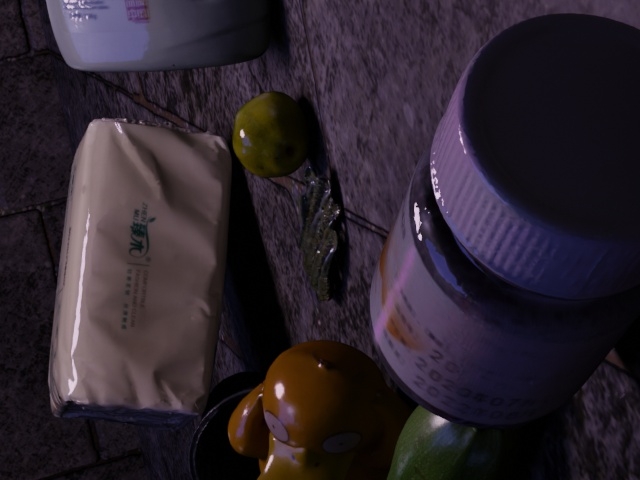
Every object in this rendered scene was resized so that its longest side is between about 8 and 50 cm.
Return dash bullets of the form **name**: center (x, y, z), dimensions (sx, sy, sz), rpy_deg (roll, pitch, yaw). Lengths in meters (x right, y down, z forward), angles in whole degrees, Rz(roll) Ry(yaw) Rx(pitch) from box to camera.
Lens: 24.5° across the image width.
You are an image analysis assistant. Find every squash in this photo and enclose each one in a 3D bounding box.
- **squash**: center (0.109, 0.204, 1.281), dimensions (0.379, 0.101, 0.101), rpy_deg (105, 146, -59)

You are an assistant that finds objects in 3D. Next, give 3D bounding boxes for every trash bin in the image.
- **trash bin**: center (-0.089, 0.250, 1.902), dimensions (0.161, 0.175, 0.175), rpy_deg (-126, 24, -74)

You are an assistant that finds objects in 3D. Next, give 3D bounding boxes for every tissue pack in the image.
- **tissue pack**: center (-0.243, 0.054, 1.963), dimensions (0.297, 0.207, 0.380), rpy_deg (145, 131, -74)

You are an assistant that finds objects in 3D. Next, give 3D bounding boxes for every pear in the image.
- **pear**: center (-0.055, -0.112, 1.570), dimensions (0.097, 0.092, 0.092), rpy_deg (-138, 36, -61)

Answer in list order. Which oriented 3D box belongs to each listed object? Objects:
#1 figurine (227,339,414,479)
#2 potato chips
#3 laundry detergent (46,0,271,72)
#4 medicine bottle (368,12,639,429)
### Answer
- **figurine**: center (0.006, 0.211, 1.509), dimensions (0.228, 0.215, 0.215), rpy_deg (49, -161, -71)
- **potato chips**: center (0.001, 0.000, 1.590), dimensions (0.207, 0.028, 0.092), rpy_deg (100, 150, -60)
- **laundry detergent**: center (-0.191, -0.384, 1.562), dimensions (0.264, 0.124, 0.398), rpy_deg (3, 112, 27)
- **medicine bottle**: center (0.127, -0.002, 0.904), dimensions (0.273, 0.165, 0.165), rpy_deg (105, 147, -61)
